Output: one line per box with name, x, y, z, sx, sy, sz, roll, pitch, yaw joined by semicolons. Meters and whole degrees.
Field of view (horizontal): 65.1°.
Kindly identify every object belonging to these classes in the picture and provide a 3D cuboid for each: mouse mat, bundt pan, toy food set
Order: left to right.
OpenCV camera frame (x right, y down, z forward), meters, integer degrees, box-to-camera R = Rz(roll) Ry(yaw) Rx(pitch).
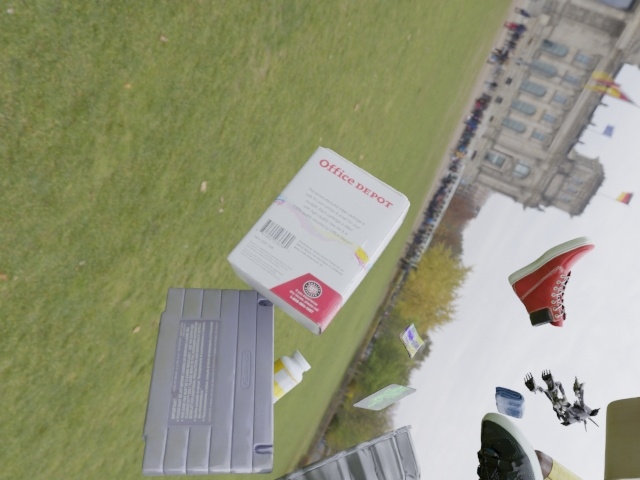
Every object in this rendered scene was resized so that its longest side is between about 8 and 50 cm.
bundt pan;0.047;0.472;0.954;0.331;0.124;0.330;-20;157;-9
mouse mat;0.224;0.548;1.750;0.190;0.153;0.007;-39;-135;28
toy food set;0.740;0.424;1.029;0.306;0.092;0.219;-29;-167;42

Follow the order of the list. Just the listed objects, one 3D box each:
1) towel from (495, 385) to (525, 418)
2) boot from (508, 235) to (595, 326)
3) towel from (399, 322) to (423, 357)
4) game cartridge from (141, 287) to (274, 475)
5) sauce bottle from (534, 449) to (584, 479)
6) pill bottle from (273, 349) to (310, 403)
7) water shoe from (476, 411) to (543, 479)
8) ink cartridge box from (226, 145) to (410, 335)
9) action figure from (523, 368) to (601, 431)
towel;0.453;0.386;1.196;0.029;0.067;0.119;-61;146;-29
boot;0.605;0.114;1.253;0.244;0.089;0.176;-49;-133;42
towel;0.215;0.236;1.187;0.009;0.060;0.083;-27;180;36
game cartridge;-0.204;0.255;0.960;0.068;0.231;0.354;96;-8;-54
sauce bottle;0.850;0.865;1.887;0.111;0.345;0.111;-53;177;-4
pill bottle;-0.126;0.443;1.635;0.184;0.103;0.103;-38;165;-8
water shoe;0.212;0.310;0.587;0.073;0.080;0.202;-17;-98;61
ink cartridge box;0.000;0.000;1.003;0.306;0.226;0.131;-51;167;-18
action figure;0.861;0.550;1.765;0.164;0.276;0.140;-41;-164;41
